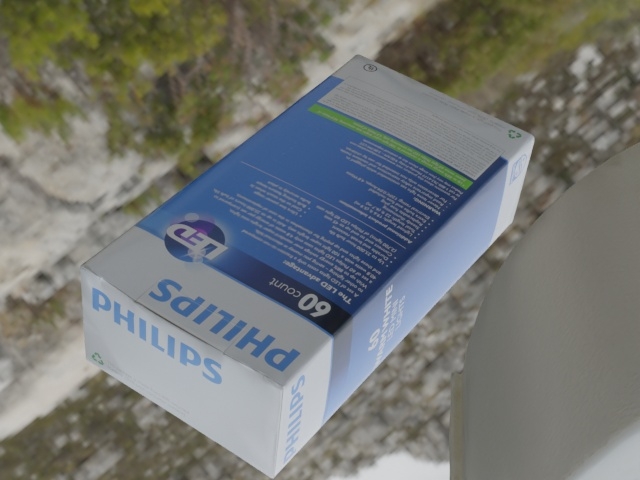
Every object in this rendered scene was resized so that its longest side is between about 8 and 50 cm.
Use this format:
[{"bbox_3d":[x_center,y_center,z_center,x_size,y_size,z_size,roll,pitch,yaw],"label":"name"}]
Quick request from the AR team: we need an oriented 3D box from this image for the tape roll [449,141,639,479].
[{"bbox_3d":[0.166,0.096,0.394,0.246,0.246,0.169,-41,-166,21],"label":"tape roll"}]

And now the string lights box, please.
[{"bbox_3d":[0.000,0.000,0.706,0.259,0.133,0.077,-42,151,-39],"label":"string lights box"}]
